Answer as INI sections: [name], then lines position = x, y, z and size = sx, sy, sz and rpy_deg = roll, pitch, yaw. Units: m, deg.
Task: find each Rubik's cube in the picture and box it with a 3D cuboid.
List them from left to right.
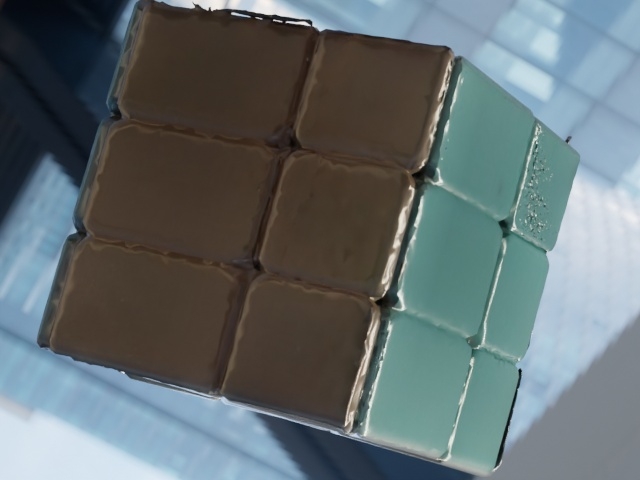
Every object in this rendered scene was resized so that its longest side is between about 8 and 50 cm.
[Rubik's cube]
position = 0.000, 0.000, 1.136
size = 0.231, 0.221, 0.224
rpy_deg = 27, 77, -61
